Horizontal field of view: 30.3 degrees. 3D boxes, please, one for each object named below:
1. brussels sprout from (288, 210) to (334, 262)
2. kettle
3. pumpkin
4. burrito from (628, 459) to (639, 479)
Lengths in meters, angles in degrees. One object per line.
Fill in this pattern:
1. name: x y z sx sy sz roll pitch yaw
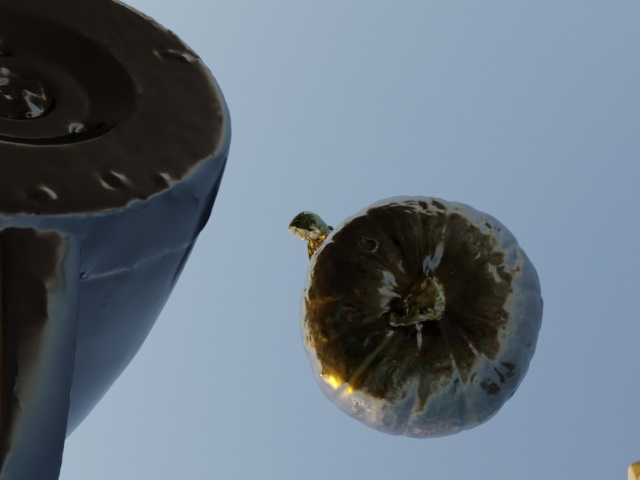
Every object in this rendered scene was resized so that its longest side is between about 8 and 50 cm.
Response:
1. brussels sprout: 0.000 -0.001 1.284 0.046 0.083 0.051 -25 -151 11
2. kettle: -0.163 0.036 0.588 0.251 0.207 0.271 38 -52 19
3. pumpkin: 0.089 0.064 1.044 0.157 0.223 0.224 102 12 -71
4. burrito: 0.303 0.213 0.917 0.064 0.064 0.203 -47 -157 5
